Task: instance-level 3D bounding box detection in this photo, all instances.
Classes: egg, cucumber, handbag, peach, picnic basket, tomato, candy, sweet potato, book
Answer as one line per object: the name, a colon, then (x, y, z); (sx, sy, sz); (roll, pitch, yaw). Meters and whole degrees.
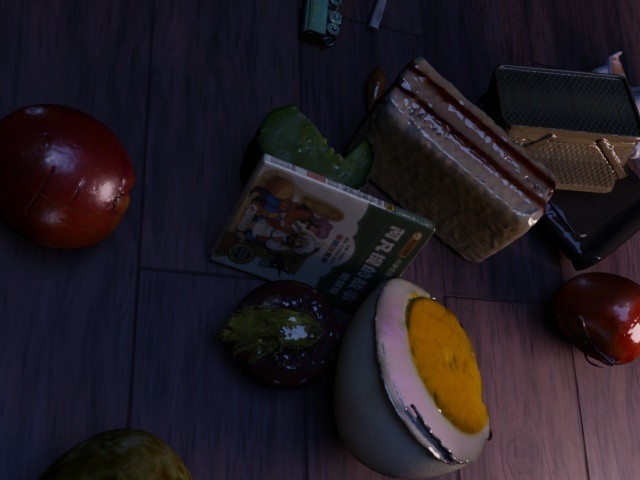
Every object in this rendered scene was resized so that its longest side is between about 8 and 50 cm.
egg: (-0.234, 0.347, 0.827); (0.238, 0.238, 0.289); (18, 56, -17)
cucumber: (-0.028, -0.100, 1.147); (0.191, 0.130, 0.191); (10, 61, -18)
handbag: (0.484, -0.081, 1.390); (0.247, 0.080, 0.223); (-32, 77, -28)
peach: (-0.341, -0.085, 0.961); (0.197, 0.197, 0.197); (8, 69, -21)
egg: (0.106, 0.200, 1.070); (0.264, 0.174, 0.286); (35, 40, -37)
picnic basket: (0.402, -0.194, 1.302); (0.267, 0.139, 0.165); (5, 52, -3)
tomato: (0.485, 0.128, 1.268); (0.167, 0.167, 0.167); (8, 69, -21)
candy: (0.206, -0.120, 1.221); (0.321, 0.179, 0.135); (41, 59, -6)
sweet potato: (0.097, -0.265, 1.306); (0.034, 0.034, 0.095); (16, 68, -18)
book: (0.000, 0.000, 1.080); (0.264, 0.202, 0.027); (21, 38, -16)

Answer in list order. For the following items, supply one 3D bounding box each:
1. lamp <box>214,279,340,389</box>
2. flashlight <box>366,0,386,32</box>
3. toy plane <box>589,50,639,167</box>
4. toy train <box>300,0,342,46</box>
lamp: (-0.044, 0.129, 1.045); (0.156, 0.135, 0.157); (45, 59, -4)
flashlight: (0.104, -0.415, 1.371); (0.018, 0.018, 0.083); (24, 64, -15)
toy plane: (0.632, -0.260, 1.493); (0.245, 0.117, 0.244); (8, 70, -22)
toy train: (0.004, -0.404, 1.312); (0.071, 0.038, 0.148); (11, 68, -17)
